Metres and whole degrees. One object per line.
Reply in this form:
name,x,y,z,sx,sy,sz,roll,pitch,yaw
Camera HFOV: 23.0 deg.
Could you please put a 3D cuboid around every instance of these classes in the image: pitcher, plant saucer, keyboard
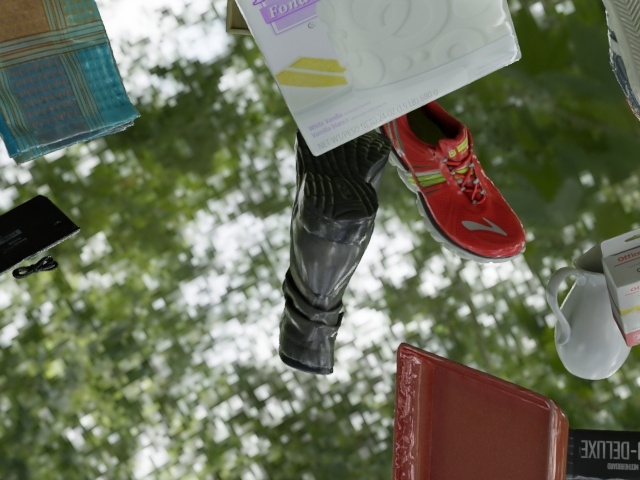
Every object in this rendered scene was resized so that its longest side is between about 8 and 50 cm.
pitcher,0.422,0.120,2.506,0.178,0.207,0.125,-14,-149,-30
plant saucer,0.158,0.248,1.538,0.048,0.259,0.258,-3,-170,-30
keyboard,-0.392,0.013,2.016,0.108,0.023,0.180,41,-128,22

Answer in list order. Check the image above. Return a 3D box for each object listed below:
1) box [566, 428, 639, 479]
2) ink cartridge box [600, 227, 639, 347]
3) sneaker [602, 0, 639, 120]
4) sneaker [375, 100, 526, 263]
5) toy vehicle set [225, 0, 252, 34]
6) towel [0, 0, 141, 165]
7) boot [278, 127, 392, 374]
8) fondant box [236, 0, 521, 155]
box,0.426,0.318,2.245,0.242,0.076,0.307,1,169,6
ink cartridge box,0.488,0.064,2.334,0.115,0.198,0.067,-21,-131,3
sneaker,0.470,-0.333,2.330,0.131,0.350,0.148,-6,169,-2
sneaker,0.169,-0.090,2.042,0.107,0.279,0.118,-31,164,-26
toy vehicle set,-0.053,-0.412,2.151,0.166,0.267,0.035,12,-167,38
towel,-0.404,-0.308,2.222,0.040,0.370,0.271,-14,-171,36
boot,0.000,0.000,1.851,0.118,0.223,0.338,14,-155,2
fondant box,0.038,-0.254,1.493,0.238,0.330,0.096,-26,-129,1
